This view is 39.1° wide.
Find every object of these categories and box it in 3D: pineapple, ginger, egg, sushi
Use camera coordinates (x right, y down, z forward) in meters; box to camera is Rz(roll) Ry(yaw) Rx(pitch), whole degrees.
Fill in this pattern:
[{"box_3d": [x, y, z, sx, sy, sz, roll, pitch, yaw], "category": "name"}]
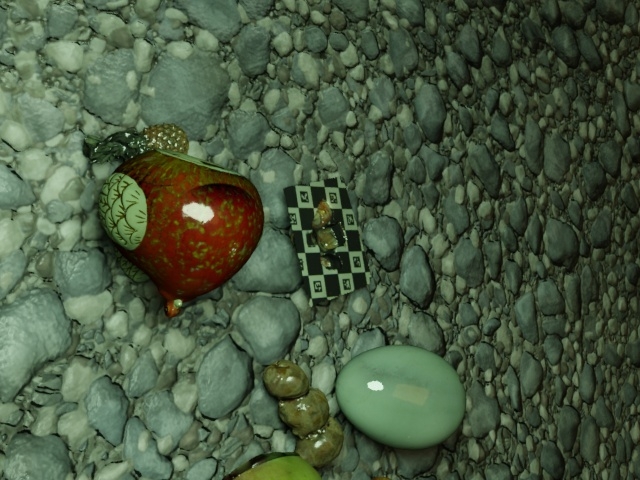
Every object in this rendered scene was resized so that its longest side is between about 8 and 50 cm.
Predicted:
[{"box_3d": [-0.277, -0.140, 1.354, 0.159, 0.074, 0.074, -7, 88, -41], "category": "pineapple"}, {"box_3d": [-0.029, 0.286, 1.505, 0.104, 0.080, 0.204, -34, 108, -35], "category": "ginger"}, {"box_3d": [0.142, 0.275, 1.597, 0.264, 0.182, 0.183, 19, 70, -33], "category": "egg"}, {"box_3d": [0.000, 0.000, 1.610, 0.192, 0.040, 0.210, -15, 91, -51], "category": "sushi"}]

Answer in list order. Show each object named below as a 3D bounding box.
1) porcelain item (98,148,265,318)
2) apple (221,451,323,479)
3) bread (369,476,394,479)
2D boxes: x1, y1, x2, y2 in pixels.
[{"box_3d": [-0.202, -0.006, 1.284, 0.253, 0.253, 0.253, 9, 77, -42], "category": "porcelain item"}, {"box_3d": [-0.073, 0.428, 1.389, 0.188, 0.173, 0.207, 9, 93, -39], "category": "apple"}, {"box_3d": [0.108, 0.520, 1.609, 0.193, 0.064, 0.193, 15, 70, -47], "category": "bread"}]
